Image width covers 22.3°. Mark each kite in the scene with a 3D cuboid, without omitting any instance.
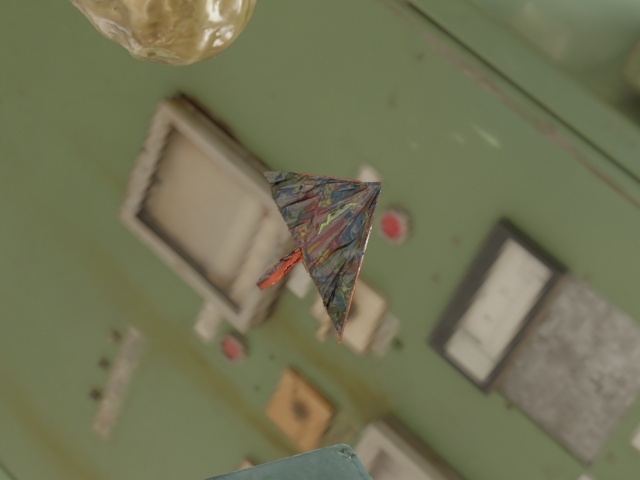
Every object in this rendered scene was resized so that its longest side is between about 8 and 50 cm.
[{"bbox_3d":[0.000,0.000,1.780,0.189,0.232,0.009,-39,149,20],"label":"kite"}]

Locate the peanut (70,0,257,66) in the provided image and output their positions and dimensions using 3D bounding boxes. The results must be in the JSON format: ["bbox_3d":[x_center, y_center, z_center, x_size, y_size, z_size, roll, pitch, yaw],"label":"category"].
[{"bbox_3d":[-0.107,-0.184,0.757,0.108,0.226,0.095,-18,-166,39],"label":"peanut"}]

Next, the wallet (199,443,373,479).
[{"bbox_3d":[-0.043,0.253,0.948,0.290,0.251,0.054,-9,145,-34],"label":"wallet"}]
